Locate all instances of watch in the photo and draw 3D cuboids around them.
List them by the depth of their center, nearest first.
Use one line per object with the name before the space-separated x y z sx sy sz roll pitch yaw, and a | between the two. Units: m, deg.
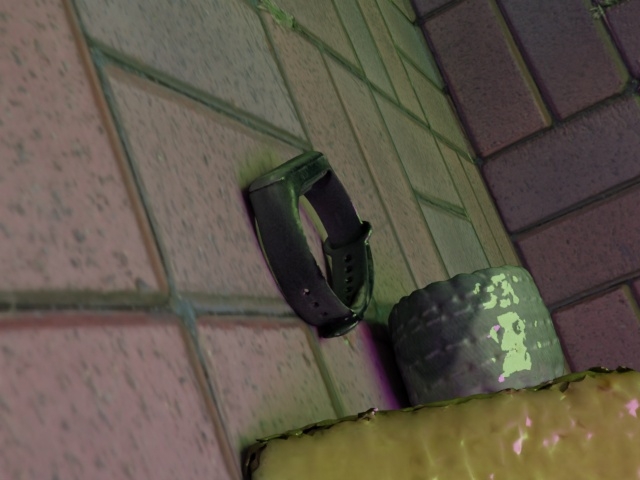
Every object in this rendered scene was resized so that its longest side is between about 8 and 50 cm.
watch | 0.000 0.000 0.968 0.193 0.068 0.206 65 22 -7

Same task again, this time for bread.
bread | 0.133 0.233 0.674 0.279 0.315 0.249 19 46 -51

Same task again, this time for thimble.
thimble | 0.201 0.142 1.099 0.250 0.204 0.172 30 39 -67
